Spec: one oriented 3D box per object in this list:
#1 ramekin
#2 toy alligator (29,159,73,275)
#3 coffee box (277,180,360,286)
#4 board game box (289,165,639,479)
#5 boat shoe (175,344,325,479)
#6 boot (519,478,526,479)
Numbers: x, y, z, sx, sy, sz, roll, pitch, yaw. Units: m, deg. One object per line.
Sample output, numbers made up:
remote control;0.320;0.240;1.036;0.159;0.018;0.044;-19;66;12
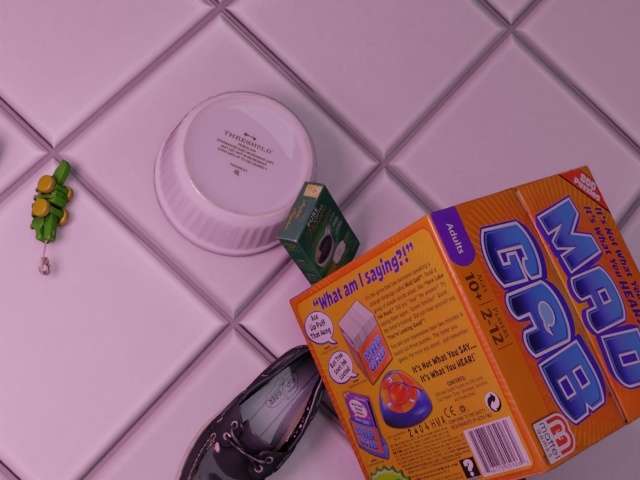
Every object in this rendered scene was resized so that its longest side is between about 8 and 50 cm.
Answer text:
ramekin;-0.129;-0.117;1.624;0.273;0.127;0.273;4;74;-15
toy alligator;-0.430;-0.036;1.558;0.051;0.056;0.190;-1;71;27
coffee box;0.000;0.000;1.608;0.040;0.184;0.113;13;66;30
board game box;0.243;0.147;1.483;0.356;0.356;0.356;-17;79;-38
boat shoe;-0.094;0.290;1.523;0.127;0.113;0.340;46;68;1
boot;0.335;0.411;1.629;0.219;0.082;0.106;-2;78;-15
